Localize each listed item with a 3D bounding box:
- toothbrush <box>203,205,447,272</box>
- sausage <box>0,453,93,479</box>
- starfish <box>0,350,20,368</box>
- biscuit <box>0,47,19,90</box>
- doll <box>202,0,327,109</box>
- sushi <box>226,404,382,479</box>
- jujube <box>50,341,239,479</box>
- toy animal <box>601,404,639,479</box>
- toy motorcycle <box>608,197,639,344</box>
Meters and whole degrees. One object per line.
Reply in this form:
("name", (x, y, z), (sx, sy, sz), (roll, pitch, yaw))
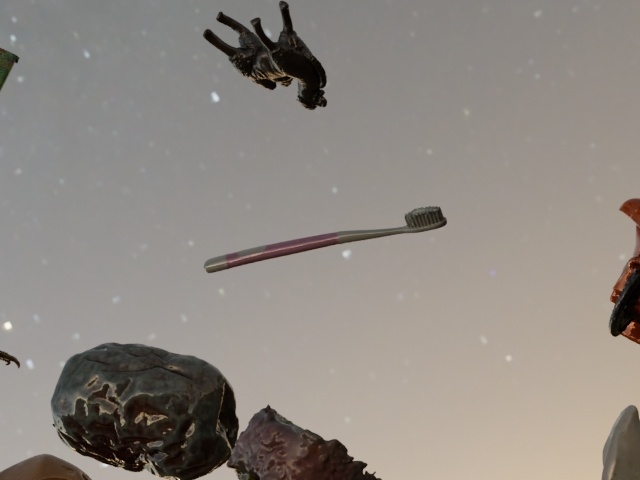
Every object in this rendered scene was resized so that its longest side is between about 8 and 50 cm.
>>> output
("toothbrush", (0.000, 0.000, 1.357), (0.287, 0.020, 0.025), (-12, -56, 17))
("sausage", (-0.304, 0.292, 1.109), (0.241, 0.136, 0.120), (-24, 19, -15))
("starfish", (-0.456, 0.161, 1.681), (0.091, 0.028, 0.078), (7, -9, 9))
("biscuit", (-0.372, -0.191, 1.381), (0.046, 0.089, 0.016), (23, -44, -12))
("doll", (-0.058, -0.237, 1.616), (0.139, 0.165, 0.057), (-5, 42, 43))
("sushi", (0.000, 0.281, 1.361), (0.241, 0.161, 0.107), (42, -102, -31))
("jujube", (-0.293, 0.285, 2.051), (0.317, 0.226, 0.226), (7, -19, 12))
("toy animal", (0.264, 0.297, 0.993), (0.209, 0.154, 0.325), (11, -68, -20))
("toy motorcycle", (0.448, 0.036, 1.549), (0.221, 0.148, 0.326), (-62, -28, 3))
